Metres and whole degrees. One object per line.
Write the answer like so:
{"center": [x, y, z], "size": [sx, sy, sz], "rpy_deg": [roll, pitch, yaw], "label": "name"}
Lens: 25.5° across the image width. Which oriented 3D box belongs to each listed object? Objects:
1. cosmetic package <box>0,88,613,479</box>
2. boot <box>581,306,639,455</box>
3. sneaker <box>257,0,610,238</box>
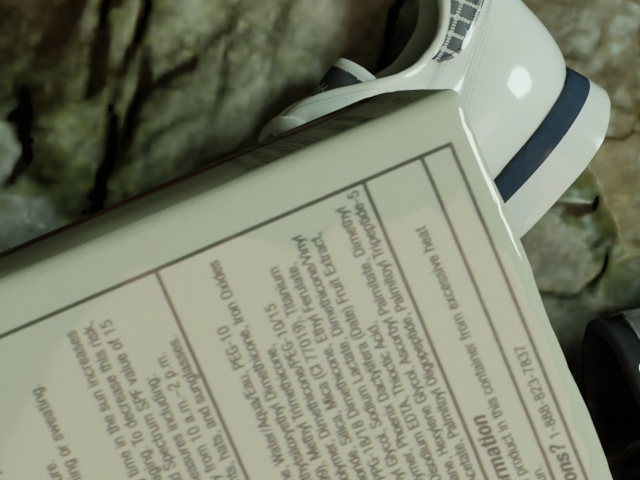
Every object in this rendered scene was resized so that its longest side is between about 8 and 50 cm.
{"center": [-0.079, 0.078, 0.423], "size": [0.296, 0.129, 0.153], "rpy_deg": [-22, 98, -8], "label": "cosmetic package"}
{"center": [0.210, 0.001, 0.583], "size": [0.223, 0.118, 0.338], "rpy_deg": [-23, 112, -6], "label": "boot"}
{"center": [0.000, 0.000, 0.537], "size": [0.095, 0.090, 0.235], "rpy_deg": [42, 87, -17], "label": "sneaker"}
